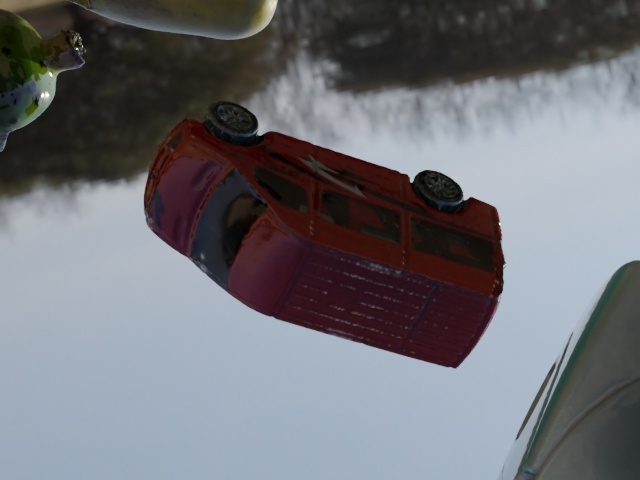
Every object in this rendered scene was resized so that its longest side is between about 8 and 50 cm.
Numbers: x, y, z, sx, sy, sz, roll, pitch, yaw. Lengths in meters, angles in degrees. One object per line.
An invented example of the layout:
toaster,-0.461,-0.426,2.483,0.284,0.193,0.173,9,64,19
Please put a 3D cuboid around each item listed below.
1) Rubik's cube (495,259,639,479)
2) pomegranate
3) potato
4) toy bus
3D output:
Rubik's cube,0.411,0.269,1.937,0.352,0.347,0.351,-60,173,-18
pomegranate,-0.332,-0.174,1.660,0.169,0.143,0.122,-26,144,22
potato,-0.182,-0.285,1.591,0.300,0.140,0.173,17,163,4
toy bus,0.000,0.000,0.885,0.195,0.081,0.089,18,-145,-15
